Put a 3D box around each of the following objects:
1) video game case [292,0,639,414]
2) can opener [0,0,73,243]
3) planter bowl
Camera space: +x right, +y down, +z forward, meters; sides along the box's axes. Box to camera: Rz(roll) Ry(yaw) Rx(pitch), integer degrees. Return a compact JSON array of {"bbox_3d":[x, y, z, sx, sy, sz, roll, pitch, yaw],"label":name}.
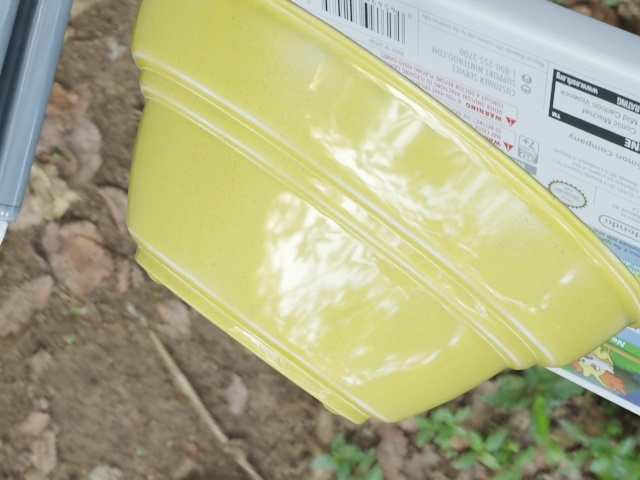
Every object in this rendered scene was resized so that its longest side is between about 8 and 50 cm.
[{"bbox_3d":[0.099,-0.046,0.901,0.036,0.329,0.300,-49,153,-31],"label":"video game case"},{"bbox_3d":[-0.227,-0.043,0.859,0.074,0.093,0.280,8,105,-48],"label":"can opener"},{"bbox_3d":[0.000,0.000,0.482,0.090,0.217,0.217,-53,129,-3],"label":"planter bowl"}]
